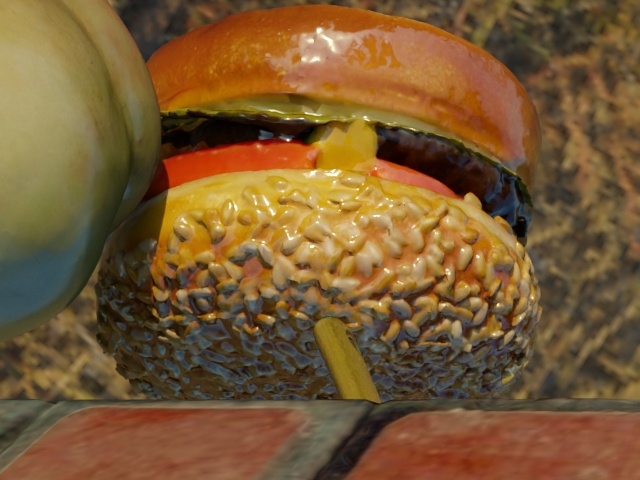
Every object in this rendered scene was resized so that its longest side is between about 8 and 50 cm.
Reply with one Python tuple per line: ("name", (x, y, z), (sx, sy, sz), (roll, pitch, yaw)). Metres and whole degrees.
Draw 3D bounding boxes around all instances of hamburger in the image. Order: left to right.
("hamburger", (0.000, 0.000, 1.330), (0.330, 0.330, 0.250), (33, 57, -48))

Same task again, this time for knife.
("knife", (0.030, 0.104, 0.636), (0.022, 0.256, 0.046), (-31, 128, 5))

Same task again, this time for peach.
("peach", (-0.242, -0.079, 1.142), (0.292, 0.292, 0.247), (1, 156, -43))

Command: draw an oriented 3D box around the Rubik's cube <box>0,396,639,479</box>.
("Rubik's cube", (-0.056, 0.229, 0.427), (0.305, 0.304, 0.301), (-40, 123, -57))
